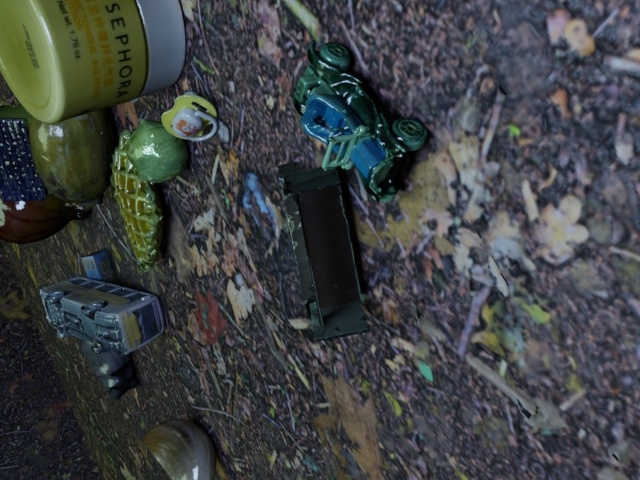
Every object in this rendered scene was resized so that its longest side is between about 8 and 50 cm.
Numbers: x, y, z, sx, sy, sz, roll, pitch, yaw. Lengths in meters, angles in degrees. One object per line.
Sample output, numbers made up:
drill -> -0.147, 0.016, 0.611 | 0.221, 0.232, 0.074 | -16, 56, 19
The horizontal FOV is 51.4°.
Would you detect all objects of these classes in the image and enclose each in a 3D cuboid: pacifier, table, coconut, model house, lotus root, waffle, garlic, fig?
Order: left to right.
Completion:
model house -> -0.587, -0.186, 1.361 | 0.170, 0.212, 0.193 | 34, 136, 41
fig -> -0.661, -0.092, 1.534 | 0.214, 0.235, 0.235 | 40, 161, -28
lotus root -> -0.447, -0.147, 1.222 | 0.154, 0.154, 0.278 | 49, 146, 30
waffle -> -0.319, -0.064, 1.160 | 0.207, 0.054, 0.214 | 63, 151, 17
coconut -> -0.238, -0.133, 0.964 | 0.088, 0.088, 0.096 | -22, 96, 59
garlic -> -0.261, 0.416, 1.307 | 0.196, 0.101, 0.087 | 34, 166, 35
pacifier -> -0.167, -0.169, 0.876 | 0.083, 0.068, 0.064 | -35, 42, 41
table -> 0.000, 0.000, 0.681 | 0.175, 0.063, 0.146 | -101, 1, -74

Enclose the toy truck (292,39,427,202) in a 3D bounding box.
toy truck -> 0.016, -0.103, 0.590 | 0.154, 0.078, 0.080 | 53, 144, 26

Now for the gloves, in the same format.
gloves -> -0.521, 0.253, 1.633 | 0.142, 0.119, 0.285 | -14, 93, 28

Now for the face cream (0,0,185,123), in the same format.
face cream -> -0.314, -0.281, 0.874 | 0.218, 0.179, 0.218 | 30, 135, 36

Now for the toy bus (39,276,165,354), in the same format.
toy bus -> -0.462, 0.150, 1.382 | 0.343, 0.138, 0.097 | 6, 110, 42

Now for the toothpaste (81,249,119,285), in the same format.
toothpaste -> -0.488, 0.118, 1.543 | 0.044, 0.070, 0.193 | -7, 103, 28
